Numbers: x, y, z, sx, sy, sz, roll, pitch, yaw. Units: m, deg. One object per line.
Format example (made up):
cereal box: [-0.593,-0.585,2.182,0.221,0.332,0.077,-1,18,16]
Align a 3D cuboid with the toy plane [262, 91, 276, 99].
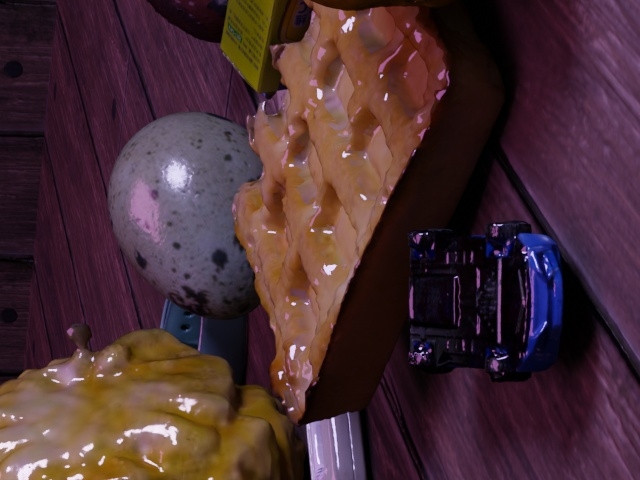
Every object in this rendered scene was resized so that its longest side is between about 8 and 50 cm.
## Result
toy plane: [-0.042,-0.220,1.880,0.062,0.054,0.167,26,117,46]

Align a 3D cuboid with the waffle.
waffle: [0.025,-0.067,1.486,0.304,0.077,0.348,-111,35,-49]

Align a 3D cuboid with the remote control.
remote control: [0.008,0.149,1.669,0.078,0.042,0.221,116,150,-59]

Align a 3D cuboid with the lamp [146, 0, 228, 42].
lamp: [-0.115,-0.285,1.991,0.157,0.156,0.135,28,77,38]

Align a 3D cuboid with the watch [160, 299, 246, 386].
watch: [-0.141,0.122,2.163,0.237,0.068,0.195,126,144,-62]

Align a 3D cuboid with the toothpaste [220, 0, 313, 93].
toothpaste: [0.003,-0.278,1.566,0.077,0.110,0.327,50,140,39]

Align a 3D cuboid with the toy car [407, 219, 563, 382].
toy car: [0.114,0.040,1.259,0.216,0.063,0.103,177,94,-69]

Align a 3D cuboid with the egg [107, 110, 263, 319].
egg: [-0.118,-0.023,1.896,0.177,0.177,0.228,111,142,-51]

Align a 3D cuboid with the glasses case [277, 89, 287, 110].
glasses case: [-0.013,-0.169,1.750,0.081,0.051,0.204,131,138,-68]

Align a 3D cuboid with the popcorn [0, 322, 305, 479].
popcorn: [-0.179,0.271,1.810,0.349,0.349,0.381,-116,17,-59]

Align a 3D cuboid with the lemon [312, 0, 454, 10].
lemon: [0.022,-0.285,1.285,0.320,0.245,0.245,-114,29,-48]
